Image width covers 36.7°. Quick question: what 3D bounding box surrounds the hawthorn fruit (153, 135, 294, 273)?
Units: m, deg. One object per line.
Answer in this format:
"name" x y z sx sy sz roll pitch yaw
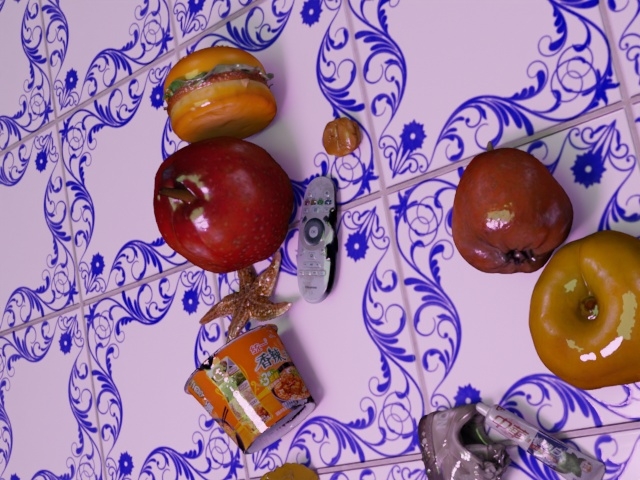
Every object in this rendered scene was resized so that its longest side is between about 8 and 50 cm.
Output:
"hawthorn fruit" -0.218 -0.075 1.915 0.285 0.369 0.285 0 89 23

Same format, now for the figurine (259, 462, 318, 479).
"figurine" -0.150 0.576 1.983 0.315 0.168 0.187 -30 48 46

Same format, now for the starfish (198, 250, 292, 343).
"starfish" -0.151 0.122 2.019 0.236 0.062 0.277 -15 54 33

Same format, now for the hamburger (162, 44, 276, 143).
"hamburger" -0.212 -0.313 2.002 0.246 0.246 0.170 -30 68 36

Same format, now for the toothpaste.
"toothpaste" 0.358 0.335 1.593 0.233 0.038 0.060 31 101 20

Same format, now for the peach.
"peach" 0.438 0.107 1.488 0.251 0.153 0.251 -18 61 36

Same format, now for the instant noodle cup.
"instant noodle cup" -0.131 0.306 1.927 0.230 0.230 0.182 -47 70 29

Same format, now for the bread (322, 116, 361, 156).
"bread" 0.043 -0.203 1.895 0.083 0.046 0.081 21 105 38

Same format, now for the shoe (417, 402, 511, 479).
"shoe" 0.268 0.414 1.638 0.149 0.109 0.293 -38 61 40

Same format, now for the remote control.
"remote control" -0.001 -0.001 1.929 0.097 0.045 0.256 3 87 39

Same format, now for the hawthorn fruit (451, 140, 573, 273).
"hawthorn fruit" 0.303 -0.069 1.590 0.199 0.199 0.251 -35 50 34
